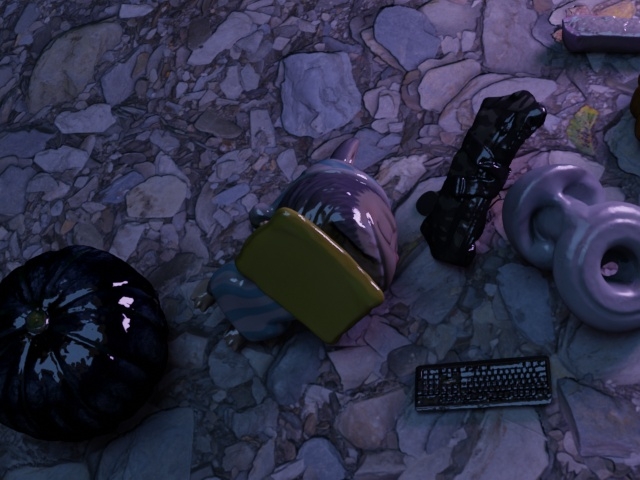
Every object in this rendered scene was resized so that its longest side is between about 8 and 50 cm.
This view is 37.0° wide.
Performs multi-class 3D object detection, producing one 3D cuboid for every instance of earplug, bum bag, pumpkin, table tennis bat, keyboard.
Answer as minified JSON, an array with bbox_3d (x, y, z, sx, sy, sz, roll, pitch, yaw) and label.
[{"bbox_3d":[0.442,0.006,1.600,0.214,0.175,0.325,-39,66,-9],"label":"earplug"},{"bbox_3d":[0.281,-0.118,1.712,0.144,0.095,0.341,37,105,45],"label":"bum bag"},{"bbox_3d":[-0.452,0.190,1.757,0.363,0.266,0.364,-7,59,12],"label":"pumpkin"},{"bbox_3d":[0.217,-0.080,1.813,0.083,0.007,0.050,-44,56,-5],"label":"table tennis bat"},{"bbox_3d":[0.270,0.242,1.603,0.230,0.025,0.094,-7,57,16],"label":"keyboard"}]

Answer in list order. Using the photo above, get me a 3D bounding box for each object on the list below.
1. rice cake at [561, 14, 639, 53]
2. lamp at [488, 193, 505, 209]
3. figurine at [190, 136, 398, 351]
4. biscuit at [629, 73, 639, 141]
[{"bbox_3d":[0.647,-0.380,1.788,0.398,0.070,0.064,7,69,24],"label":"rice cake"},{"bbox_3d":[0.316,-0.116,1.770,0.041,0.054,0.121,-8,64,-6],"label":"lamp"},{"bbox_3d":[0.000,0.000,1.775,0.361,0.266,0.378,-24,18,36],"label":"figurine"},{"bbox_3d":[0.698,-0.245,1.641,0.325,0.107,0.326,-8,73,26],"label":"biscuit"}]
